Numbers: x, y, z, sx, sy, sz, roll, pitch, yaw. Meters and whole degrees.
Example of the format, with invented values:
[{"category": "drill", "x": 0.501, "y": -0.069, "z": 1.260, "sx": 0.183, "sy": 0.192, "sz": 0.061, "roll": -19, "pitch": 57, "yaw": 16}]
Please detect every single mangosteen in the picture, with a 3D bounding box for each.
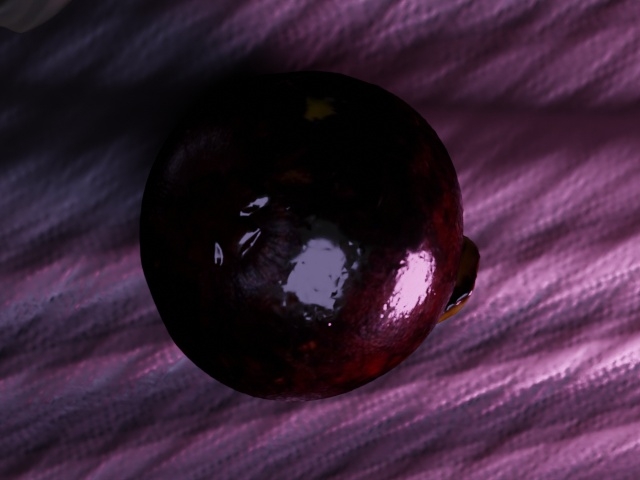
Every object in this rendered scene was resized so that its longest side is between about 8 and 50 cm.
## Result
[{"category": "mangosteen", "x": 0.000, "y": 0.000, "z": 1.069, "sx": 0.228, "sy": 0.228, "sz": 0.265, "roll": -49, "pitch": 153, "yaw": 14}]

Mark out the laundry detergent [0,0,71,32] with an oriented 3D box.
[{"category": "laundry detergent", "x": -0.230, "y": -0.217, "z": 0.976, "sx": 0.253, "sy": 0.091, "sz": 0.181, "roll": -2, "pitch": 117, "yaw": -9}]
